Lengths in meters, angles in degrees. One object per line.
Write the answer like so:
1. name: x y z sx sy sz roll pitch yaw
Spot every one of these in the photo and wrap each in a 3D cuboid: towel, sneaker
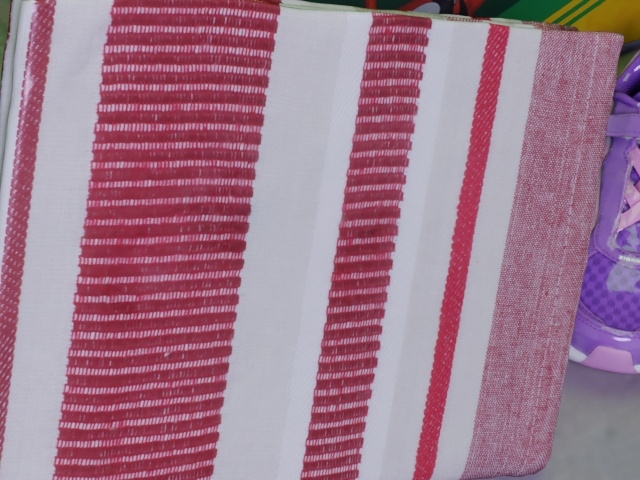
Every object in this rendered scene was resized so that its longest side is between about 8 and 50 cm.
1. towel: -0.004 0.008 0.800 0.329 0.237 0.037 0 14 -36
2. sneaker: 0.184 -0.030 0.997 0.095 0.104 0.236 17 49 7

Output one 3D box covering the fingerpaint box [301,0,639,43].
1. fingerpaint box: -0.020 -0.283 1.164 0.371 0.163 0.445 -19 53 -21
